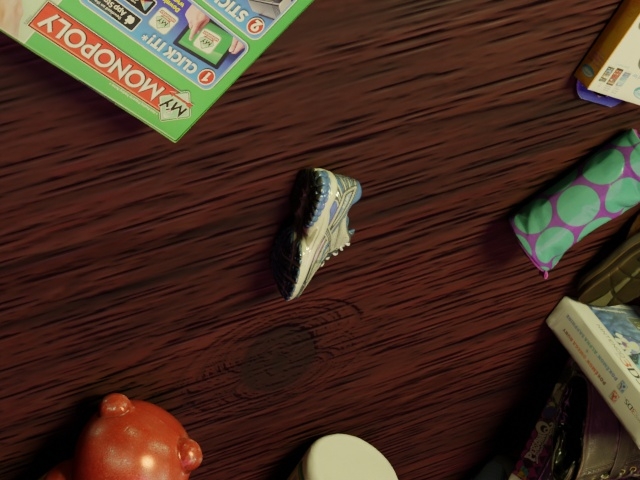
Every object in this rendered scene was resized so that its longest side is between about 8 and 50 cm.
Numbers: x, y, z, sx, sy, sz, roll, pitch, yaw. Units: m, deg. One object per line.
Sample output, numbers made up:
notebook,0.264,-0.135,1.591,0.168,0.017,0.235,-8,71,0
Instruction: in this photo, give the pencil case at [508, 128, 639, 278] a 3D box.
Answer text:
pencil case,0.251,-0.035,0.862,0.151,0.064,0.070,-36,111,11

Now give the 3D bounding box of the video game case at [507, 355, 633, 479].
video game case,0.340,0.268,1.150,0.232,0.042,0.210,24,92,-40

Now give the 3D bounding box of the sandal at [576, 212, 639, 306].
sandal,0.355,-0.004,0.951,0.090,0.060,0.219,22,134,-31

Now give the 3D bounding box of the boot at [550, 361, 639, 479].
boot,0.349,0.258,1.075,0.229,0.091,0.263,-4,98,-35

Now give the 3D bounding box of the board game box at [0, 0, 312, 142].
board game box,-0.134,-0.212,0.529,0.213,0.046,0.317,-41,135,17

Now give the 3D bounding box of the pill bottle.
pill bottle,-0.006,0.328,1.049,0.117,0.118,0.208,11,125,-32

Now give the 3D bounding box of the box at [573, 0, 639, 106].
box,0.276,-0.167,0.775,0.081,0.028,0.136,8,125,-31

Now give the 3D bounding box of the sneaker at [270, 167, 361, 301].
sneaker,0.000,0.000,0.790,0.058,0.052,0.135,-1,132,-30

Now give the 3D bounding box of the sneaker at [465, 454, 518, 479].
sneaker,0.163,0.376,1.183,0.125,0.104,0.262,26,108,-26

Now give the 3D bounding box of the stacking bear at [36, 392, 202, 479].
stacking bear,-0.220,0.276,0.873,0.175,0.164,0.289,34,104,5

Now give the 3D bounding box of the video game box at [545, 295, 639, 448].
video game box,0.372,0.145,1.001,0.205,0.187,0.048,8,127,-31
